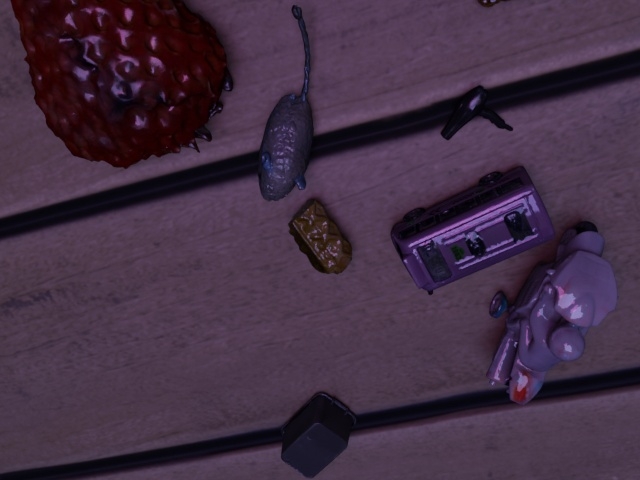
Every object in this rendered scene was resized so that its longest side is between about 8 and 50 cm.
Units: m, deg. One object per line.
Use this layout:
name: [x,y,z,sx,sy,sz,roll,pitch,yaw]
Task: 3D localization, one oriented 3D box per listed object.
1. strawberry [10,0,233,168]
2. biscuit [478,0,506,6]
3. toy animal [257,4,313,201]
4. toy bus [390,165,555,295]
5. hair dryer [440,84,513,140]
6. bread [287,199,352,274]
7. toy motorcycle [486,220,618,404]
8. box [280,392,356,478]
strawberry: [-0.241,-0.213,0.735,0.254,0.150,0.280,0,124,3]
biscuit: [0.284,-0.359,0.704,0.231,0.025,0.131,-13,110,12]
toy animal: [-0.034,-0.167,0.788,0.070,0.079,0.252,5,115,-19]
toy bus: [0.195,-0.010,0.809,0.199,0.108,0.096,-26,107,15]
hair dryer: [0.207,-0.151,0.799,0.083,0.031,0.079,27,123,-13]
bread: [0.000,0.000,0.863,0.066,0.060,0.110,-26,110,29]
toy motorcycle: [0.303,0.104,0.811,0.110,0.171,0.260,22,110,-1]
box: [-0.007,0.312,0.982,0.084,0.069,0.122,38,111,-8]
